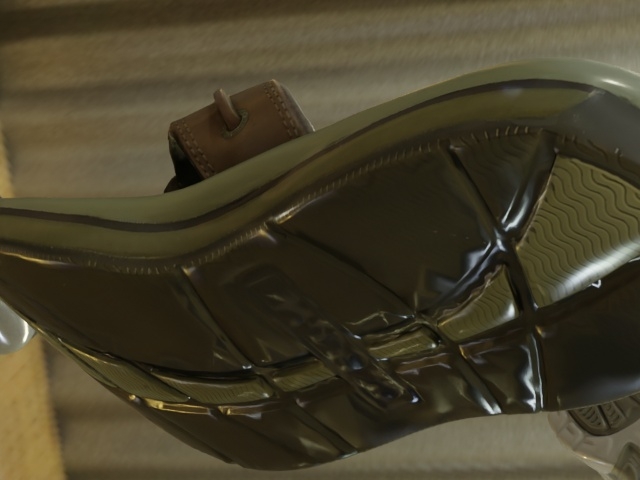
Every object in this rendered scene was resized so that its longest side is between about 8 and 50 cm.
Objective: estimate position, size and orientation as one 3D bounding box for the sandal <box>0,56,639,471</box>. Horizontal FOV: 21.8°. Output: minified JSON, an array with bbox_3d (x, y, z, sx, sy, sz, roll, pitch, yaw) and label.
[{"bbox_3d":[0.002,0.001,0.494,0.302,0.086,0.120,-11,-48,45],"label":"sandal"}]

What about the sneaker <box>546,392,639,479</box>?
[{"bbox_3d":[0.198,0.136,0.795,0.090,0.232,0.115,-39,-62,10],"label":"sneaker"}]

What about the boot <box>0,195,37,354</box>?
[{"bbox_3d":[-0.215,0.021,0.719,0.083,0.161,0.246,5,-34,24],"label":"boot"}]
